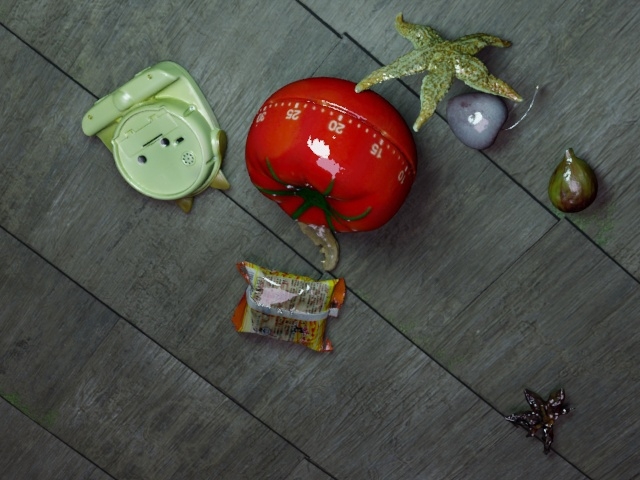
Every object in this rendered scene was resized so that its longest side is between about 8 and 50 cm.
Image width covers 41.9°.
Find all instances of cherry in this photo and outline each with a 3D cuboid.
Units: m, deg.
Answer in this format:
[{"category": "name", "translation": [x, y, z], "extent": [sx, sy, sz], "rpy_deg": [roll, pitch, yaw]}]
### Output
[{"category": "cherry", "translation": [0.364, -0.299, 1.861], "extent": [0.148, 0.115, 0.188], "rpy_deg": [40, 113, 36]}]

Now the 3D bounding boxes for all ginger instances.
[{"category": "ginger", "translation": [0.004, 0.000, 2.089], "extent": [0.070, 0.051, 0.173], "rpy_deg": [-20, 106, 22]}]

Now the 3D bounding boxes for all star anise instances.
[{"category": "star anise", "translation": [0.565, 0.454, 2.176], "extent": [0.157, 0.053, 0.212], "rpy_deg": [21, 118, 1]}]

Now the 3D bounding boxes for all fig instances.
[{"category": "fig", "translation": [0.565, -0.138, 1.886], "extent": [0.109, 0.103, 0.154], "rpy_deg": [-25, 117, -3]}]

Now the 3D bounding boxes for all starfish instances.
[{"category": "starfish", "translation": [0.261, -0.355, 1.730], "extent": [0.348, 0.357, 0.078], "rpy_deg": [14, 141, 0]}]

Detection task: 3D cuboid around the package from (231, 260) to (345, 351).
[{"category": "package", "translation": [-0.091, 0.177, 2.157], "extent": [0.288, 0.108, 0.223], "rpy_deg": [12, 117, 3]}]

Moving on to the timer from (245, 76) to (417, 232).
[{"category": "timer", "translation": [0.025, -0.187, 1.837], "extent": [0.378, 0.279, 0.378], "rpy_deg": [20, 160, 8]}]

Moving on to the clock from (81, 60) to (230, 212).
[{"category": "clock", "translation": [-0.376, -0.231, 2.025], "extent": [0.286, 0.117, 0.348], "rpy_deg": [-29, 105, 22]}]
